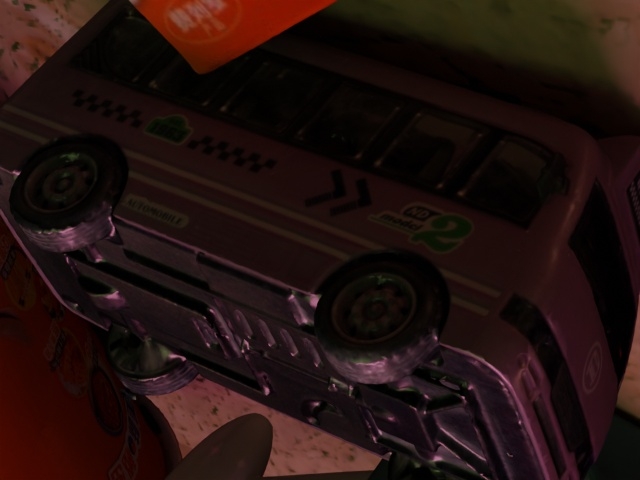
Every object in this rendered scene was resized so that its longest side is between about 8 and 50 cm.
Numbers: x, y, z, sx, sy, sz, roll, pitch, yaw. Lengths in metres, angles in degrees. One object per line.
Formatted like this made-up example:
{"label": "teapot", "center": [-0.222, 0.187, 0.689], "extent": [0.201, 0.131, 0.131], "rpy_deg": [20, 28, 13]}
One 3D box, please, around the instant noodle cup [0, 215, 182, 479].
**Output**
{"label": "instant noodle cup", "center": [-0.201, 0.059, 0.774], "extent": [0.250, 0.250, 0.192], "rpy_deg": [11, 134, 39]}

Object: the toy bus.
{"label": "toy bus", "center": [0.000, 0.000, 0.588], "extent": [0.199, 0.108, 0.096], "rpy_deg": [21, 152, 32]}

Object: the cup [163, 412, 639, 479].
{"label": "cup", "center": [0.056, 0.165, 0.695], "extent": [0.300, 0.173, 0.167], "rpy_deg": [24, 149, 22]}

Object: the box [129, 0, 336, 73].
{"label": "box", "center": [-0.044, -0.176, 0.441], "extent": [0.265, 0.048, 0.273], "rpy_deg": [46, 151, -15]}
